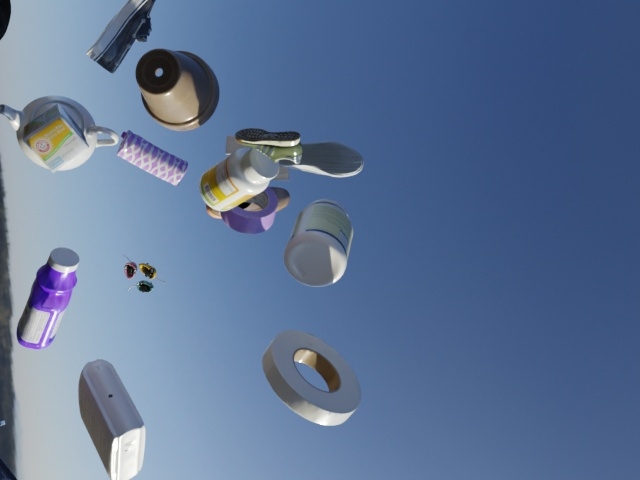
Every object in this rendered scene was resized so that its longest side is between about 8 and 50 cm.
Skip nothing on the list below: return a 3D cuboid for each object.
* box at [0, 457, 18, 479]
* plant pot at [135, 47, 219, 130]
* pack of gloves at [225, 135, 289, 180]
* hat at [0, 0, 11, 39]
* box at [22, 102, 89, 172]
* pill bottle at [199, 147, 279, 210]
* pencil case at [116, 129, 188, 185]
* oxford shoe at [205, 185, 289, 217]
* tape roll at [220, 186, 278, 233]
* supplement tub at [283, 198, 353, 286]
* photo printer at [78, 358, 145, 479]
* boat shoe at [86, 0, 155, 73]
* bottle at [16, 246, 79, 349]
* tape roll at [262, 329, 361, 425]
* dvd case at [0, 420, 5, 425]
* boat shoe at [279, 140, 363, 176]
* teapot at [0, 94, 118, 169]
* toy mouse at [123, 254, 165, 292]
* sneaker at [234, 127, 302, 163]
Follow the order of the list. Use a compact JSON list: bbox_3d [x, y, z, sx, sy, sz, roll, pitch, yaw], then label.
[{"bbox_3d":[-0.806,0.558,1.225,0.097,0.318,0.395,-19,-72,32],"label":"box"},{"bbox_3d":[-0.479,-0.501,1.915,0.229,0.263,0.263,13,67,-84],"label":"plant pot"},{"bbox_3d":[-0.230,-0.292,2.184,0.046,0.232,0.195,94,-5,-62],"label":"pack of gloves"},{"bbox_3d":[-0.785,-0.571,1.274,0.134,0.331,0.331,1,-81,35],"label":"hat"},{"bbox_3d":[-0.674,-0.264,1.519,0.103,0.114,0.203,56,-9,-30],"label":"box"},{"bbox_3d":[-0.231,-0.183,1.715,0.246,0.136,0.136,-22,-102,45],"label":"pill bottle"},{"bbox_3d":[-0.481,-0.239,1.723,0.086,0.206,0.088,-43,-148,31],"label":"pencil case"},{"bbox_3d":[-0.269,-0.156,2.411,0.133,0.364,0.130,-14,-91,60],"label":"oxford shoe"},{"bbox_3d":[-0.244,-0.116,2.045,0.189,0.189,0.080,60,-32,33],"label":"tape roll"},{"bbox_3d":[0.000,0.000,2.297,0.325,0.235,0.235,-73,177,-57],"label":"supplement tub"},{"bbox_3d":[-0.631,0.525,1.783,0.307,0.107,0.256,44,-46,35],"label":"photo printer"},{"bbox_3d":[-0.525,-0.603,1.678,0.108,0.102,0.301,11,-115,56],"label":"boat shoe"},{"bbox_3d":[-0.662,0.139,1.457,0.283,0.092,0.118,-56,-150,30],"label":"bottle"},{"bbox_3d":[-0.029,0.482,2.134,0.072,0.392,0.392,-54,-132,21],"label":"tape roll"},{"bbox_3d":[-0.920,0.513,1.609,0.087,0.119,0.013,-34,-105,64],"label":"dvd case"},{"bbox_3d":[-0.014,-0.266,1.912,0.094,0.302,0.109,-77,176,-87],"label":"boat shoe"},{"bbox_3d":[-0.807,-0.345,1.851,0.252,0.256,0.187,55,-27,-8],"label":"teapot"},{"bbox_3d":[-0.581,0.116,1.925,0.161,0.031,0.143,42,-55,-4],"label":"toy mouse"},{"bbox_3d":[-0.133,-0.241,1.570,0.192,0.064,0.086,8,-46,25],"label":"sneaker"}]
